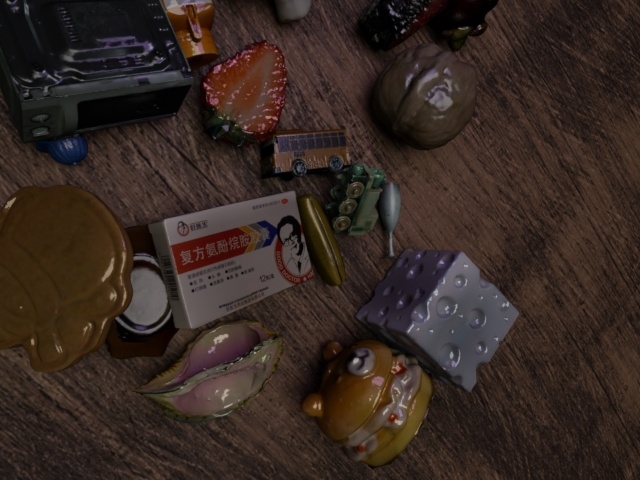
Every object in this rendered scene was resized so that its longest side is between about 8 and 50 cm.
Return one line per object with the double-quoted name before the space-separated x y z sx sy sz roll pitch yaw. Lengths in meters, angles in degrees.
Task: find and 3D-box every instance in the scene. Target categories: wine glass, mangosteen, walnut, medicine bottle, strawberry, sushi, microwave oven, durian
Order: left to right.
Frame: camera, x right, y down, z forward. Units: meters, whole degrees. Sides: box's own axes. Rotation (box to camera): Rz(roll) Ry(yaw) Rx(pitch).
"microwave oven" -0.420 -0.330 0.908 0.295 0.181 0.237 -21 88 -32
"medicine bottle" -0.290 -0.476 1.024 0.112 0.149 0.221 -20 99 -23
"durian" -0.218 0.302 1.077 0.305 0.185 0.195 -27 120 -17
"strawberry" -0.169 -0.305 1.102 0.188 0.106 0.285 29 65 -8
"wine glass" 0.182 -0.051 1.290 0.066 0.066 0.197 -1 90 -24
"sushi" 0.204 -0.575 1.211 0.225 0.136 0.126 -32 116 26
"walnut" 0.252 -0.346 1.225 0.249 0.248 0.247 0 91 -24
"mangosteen" 0.372 -0.611 1.305 0.194 0.194 0.230 -27 124 -21

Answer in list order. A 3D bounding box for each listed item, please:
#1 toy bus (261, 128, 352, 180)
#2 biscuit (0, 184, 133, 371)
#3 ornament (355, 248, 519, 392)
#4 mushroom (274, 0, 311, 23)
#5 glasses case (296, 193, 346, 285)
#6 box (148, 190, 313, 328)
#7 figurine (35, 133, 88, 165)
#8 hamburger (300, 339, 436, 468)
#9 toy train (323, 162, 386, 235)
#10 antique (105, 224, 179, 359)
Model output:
"toy bus" -0.038 -0.203 1.169 0.201 0.098 0.114 -10 93 -25
"biscuit" -0.498 0.073 0.911 0.312 0.057 0.351 32 88 12
"ornament" 0.284 0.185 1.241 0.239 0.240 0.239 43 74 -18
"mushroom" -0.085 -0.595 1.090 0.244 0.244 0.243 0 91 -24
"glasses case" 0.000 0.000 1.199 0.064 0.079 0.234 -27 102 -29
"box" -0.170 0.027 1.064 0.353 0.069 0.214 -19 99 -48
"figurine" -0.500 -0.223 0.984 0.087 0.086 0.149 18 71 -47
"hamburger" 0.099 0.352 1.160 0.237 0.276 0.276 36 77 -8
"toy train" 0.087 -0.098 1.193 0.126 0.080 0.193 -2 133 -25
"antique" -0.368 0.104 1.011 0.224 0.129 0.277 7 89 -27
